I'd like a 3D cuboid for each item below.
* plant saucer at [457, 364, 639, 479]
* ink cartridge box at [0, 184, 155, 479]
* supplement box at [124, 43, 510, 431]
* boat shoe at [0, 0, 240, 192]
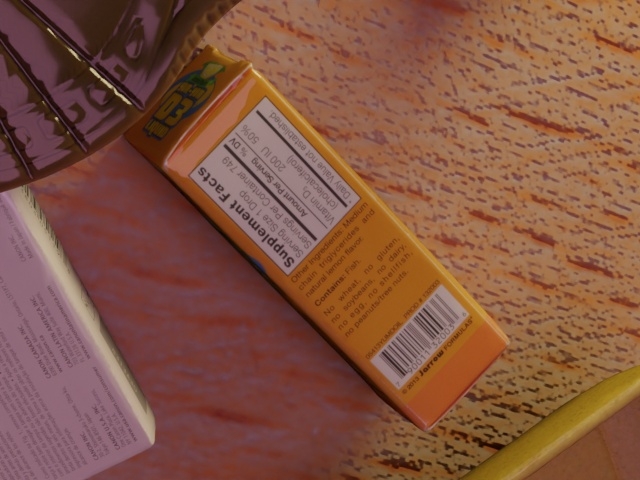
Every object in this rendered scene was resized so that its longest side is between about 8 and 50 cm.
[{"bbox_3d":[0.114,0.261,1.068,0.332,0.081,0.333,-33,124,-15],"label":"plant saucer"},{"bbox_3d":[-0.224,0.074,0.915,0.224,0.056,0.181,-25,113,2],"label":"ink cartridge box"},{"bbox_3d":[0.000,0.000,0.975,0.080,0.078,0.233,-45,115,-6],"label":"supplement box"},{"bbox_3d":[-0.113,-0.124,0.878,0.302,0.098,0.109,-41,110,-16],"label":"boat shoe"}]
